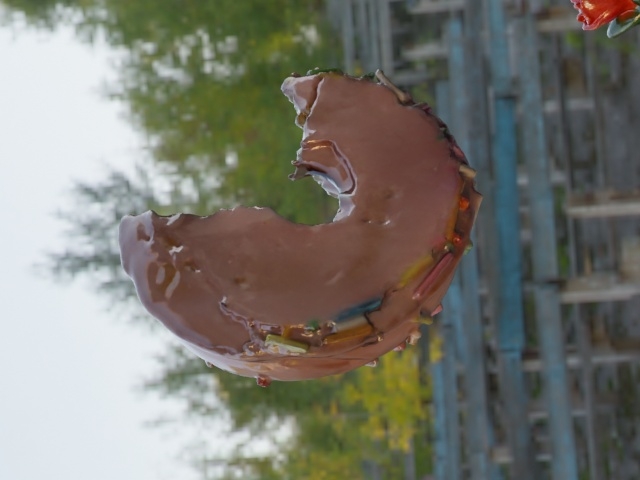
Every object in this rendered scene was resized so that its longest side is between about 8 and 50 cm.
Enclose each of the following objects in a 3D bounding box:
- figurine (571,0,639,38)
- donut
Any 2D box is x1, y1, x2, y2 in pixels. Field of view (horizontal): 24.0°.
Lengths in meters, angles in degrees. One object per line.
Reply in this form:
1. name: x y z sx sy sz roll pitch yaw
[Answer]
1. figurine: 0.204 -0.210 1.078 0.127 0.234 0.185 -135 57 -76
2. donut: 0.000 0.000 0.969 0.199 0.233 0.085 37 158 32
